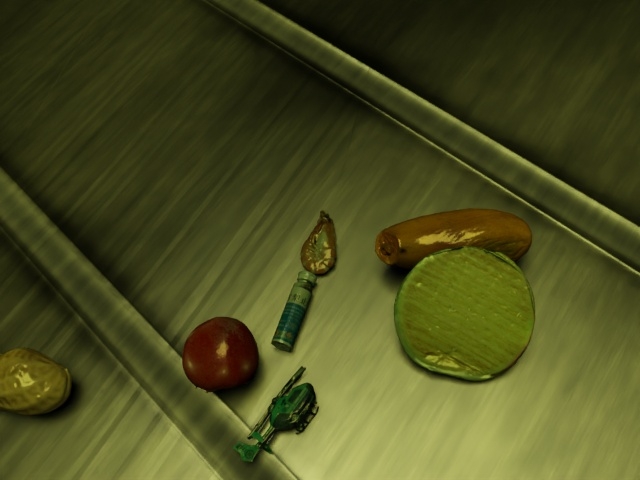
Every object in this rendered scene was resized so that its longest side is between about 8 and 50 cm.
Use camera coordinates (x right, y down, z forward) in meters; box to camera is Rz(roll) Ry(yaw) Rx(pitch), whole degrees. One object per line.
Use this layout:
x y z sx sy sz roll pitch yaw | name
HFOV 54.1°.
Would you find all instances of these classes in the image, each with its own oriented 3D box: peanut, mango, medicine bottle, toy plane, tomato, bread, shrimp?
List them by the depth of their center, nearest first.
-0.082 0.375 1.332 0.096 0.060 0.235 27 63 30 | toy plane
0.305 0.152 1.340 0.301 0.045 0.301 1 94 8 | bread
-0.213 0.244 1.370 0.167 0.167 0.167 -4 59 6 | tomato
-0.711 0.309 1.416 0.306 0.147 0.147 4 60 13 | peanut
0.304 0.001 1.434 0.359 0.187 0.144 -4 92 6 | mango
-0.060 0.162 1.461 0.051 0.051 0.191 13 63 15 | medicine bottle
0.000 0.000 1.556 0.091 0.043 0.184 3 60 14 | shrimp
